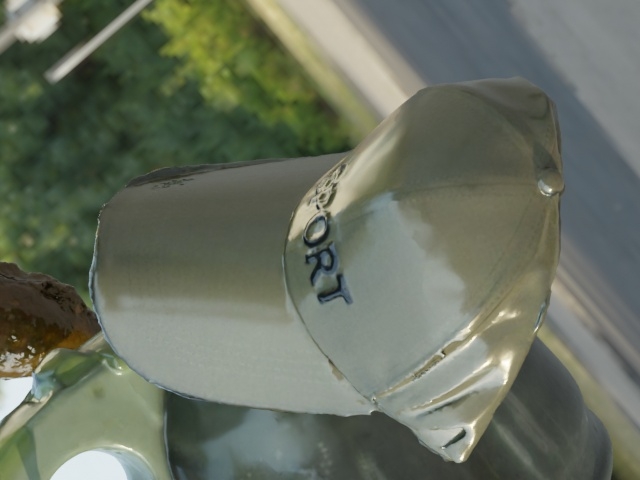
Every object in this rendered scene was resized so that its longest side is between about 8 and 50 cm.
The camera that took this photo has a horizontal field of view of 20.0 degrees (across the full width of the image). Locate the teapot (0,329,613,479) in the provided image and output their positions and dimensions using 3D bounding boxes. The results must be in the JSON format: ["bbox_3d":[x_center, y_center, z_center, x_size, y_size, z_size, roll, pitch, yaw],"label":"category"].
[{"bbox_3d":[-0.035,0.112,0.961,0.239,0.321,0.239,54,-178,-16],"label":"teapot"}]

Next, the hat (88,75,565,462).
[{"bbox_3d":[0.000,0.000,0.668,0.085,0.175,0.147,85,-175,-60],"label":"hat"}]

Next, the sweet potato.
[{"bbox_3d":[-0.193,0.044,1.022,0.060,0.068,0.206,-4,172,44],"label":"sweet potato"}]
